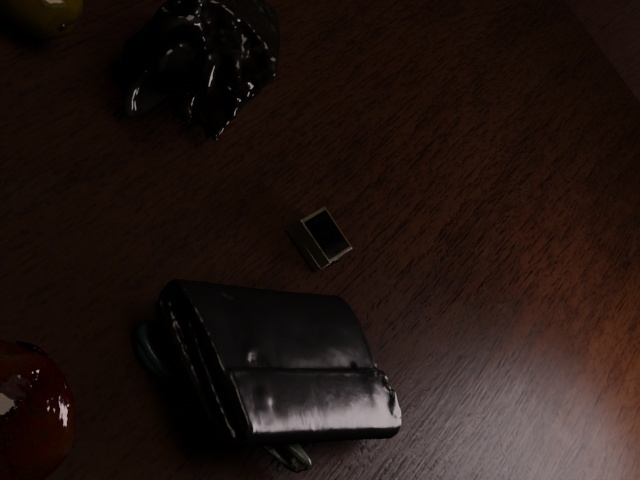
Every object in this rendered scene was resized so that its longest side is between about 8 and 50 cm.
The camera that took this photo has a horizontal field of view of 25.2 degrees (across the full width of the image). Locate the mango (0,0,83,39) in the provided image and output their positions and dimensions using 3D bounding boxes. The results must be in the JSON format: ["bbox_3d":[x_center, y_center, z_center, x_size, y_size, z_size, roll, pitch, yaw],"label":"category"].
[{"bbox_3d":[-0.398,-0.349,1.894,0.194,0.092,0.130,54,34,6],"label":"mango"}]

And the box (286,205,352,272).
[{"bbox_3d":[0.000,0.000,2.142,0.083,0.035,0.079,55,33,1],"label":"box"}]

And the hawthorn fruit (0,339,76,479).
[{"bbox_3d":[-0.330,0.189,1.458,0.235,0.181,0.181,30,37,-61],"label":"hawthorn fruit"}]

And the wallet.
[{"bbox_3d":[-0.040,0.161,1.871,0.406,0.062,0.228,8,49,-59],"label":"wallet"}]

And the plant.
[{"bbox_3d":[-0.162,-0.257,2.018,0.188,0.199,0.276,45,28,-8],"label":"plant"}]

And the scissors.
[{"bbox_3d":[-0.116,0.192,1.820,0.289,0.041,0.138,46,34,-8],"label":"scissors"}]
